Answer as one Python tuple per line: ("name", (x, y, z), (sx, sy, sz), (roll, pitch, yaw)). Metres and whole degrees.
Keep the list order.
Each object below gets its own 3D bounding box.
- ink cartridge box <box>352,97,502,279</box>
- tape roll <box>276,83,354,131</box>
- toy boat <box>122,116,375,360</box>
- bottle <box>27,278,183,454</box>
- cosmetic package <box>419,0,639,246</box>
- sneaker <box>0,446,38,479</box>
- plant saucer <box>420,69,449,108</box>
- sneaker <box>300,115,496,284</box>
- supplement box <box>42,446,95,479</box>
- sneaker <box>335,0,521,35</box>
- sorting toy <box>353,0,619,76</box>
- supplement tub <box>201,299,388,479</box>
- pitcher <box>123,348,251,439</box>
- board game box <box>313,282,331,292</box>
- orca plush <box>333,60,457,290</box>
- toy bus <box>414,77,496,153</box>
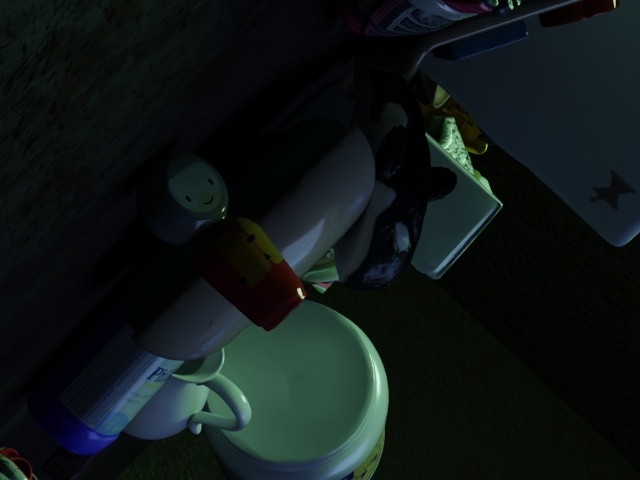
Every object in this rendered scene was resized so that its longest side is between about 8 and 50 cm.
("ink cartridge box", (0.112, -0.073, 1.828), (0.129, 0.223, 0.307), (-48, 176, 6))
("tape roll", (-0.031, -0.062, 1.505), (0.219, 0.072, 0.219), (-47, 177, -3))
("toy boat", (-0.074, -0.012, 1.173), (0.267, 0.148, 0.318), (-43, -176, 2))
("bottle", (-0.159, 0.081, 1.385), (0.283, 0.092, 0.118), (-47, 173, 4))
("cosmetic package", (0.337, -0.273, 1.422), (0.327, 0.329, 0.393), (-49, 177, 41))
("sneaker", (-0.361, 0.307, 1.534), (0.145, 0.090, 0.270), (-43, 173, -21))
("plant saucer", (0.164, -0.252, 1.671), (0.198, 0.036, 0.198), (-60, 170, -19))
("sneaker", (0.054, -0.068, 2.074), (0.410, 0.182, 0.158), (-23, -162, -22))
("supplement box", (-0.350, 0.307, 2.040), (0.083, 0.043, 0.055), (-48, 177, 7))
("sneaker", (0.102, -0.231, 1.042), (0.112, 0.121, 0.299), (-15, -165, 30))
("sorting toy", (0.141, -0.189, 1.172), (0.229, 0.041, 0.307), (-23, -167, -5))
("supplement tub", (-0.033, 0.218, 1.838), (0.241, 0.241, 0.331), (-46, 166, -13))
("pitcher", (-0.163, 0.168, 1.615), (0.125, 0.178, 0.207), (-35, 170, -32))
("board game box", (0.047, -0.052, 2.166), (0.259, 0.124, 0.039), (-48, -151, -2))
("orca plush", (0.073, -0.065, 1.345), (0.151, 0.102, 0.287), (-58, -157, 33))
("toy bus", (0.259, -0.274, 2.143), (0.220, 0.149, 0.211), (-54, -174, 43))
